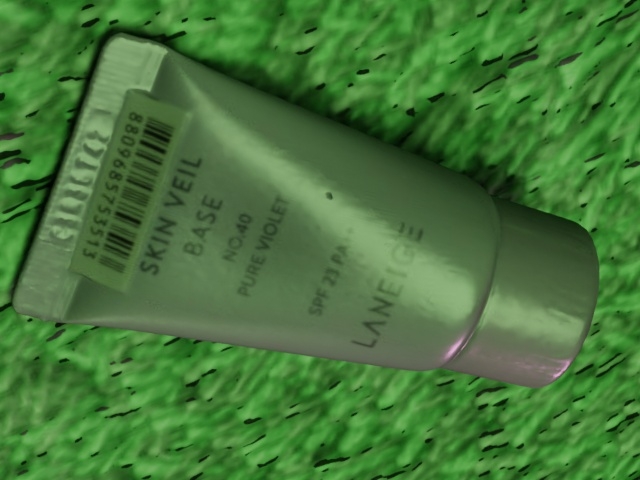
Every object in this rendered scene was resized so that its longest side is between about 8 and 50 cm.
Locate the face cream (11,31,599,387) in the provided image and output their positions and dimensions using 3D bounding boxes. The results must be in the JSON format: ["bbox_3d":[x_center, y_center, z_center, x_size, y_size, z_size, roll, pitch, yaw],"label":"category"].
[{"bbox_3d":[0.000,0.000,0.915,0.274,0.096,0.154,14,117,-20],"label":"face cream"}]
